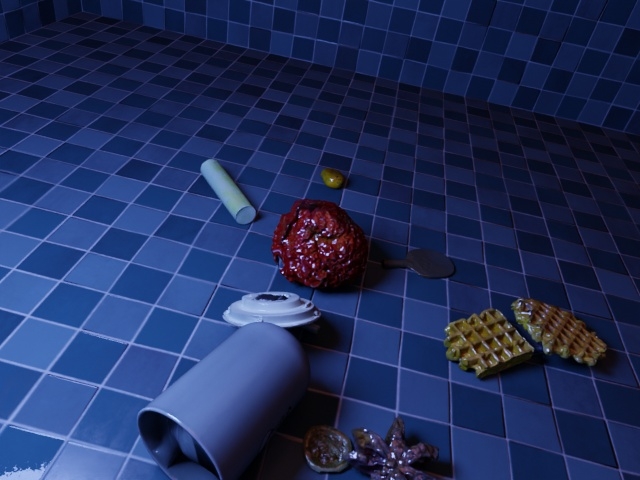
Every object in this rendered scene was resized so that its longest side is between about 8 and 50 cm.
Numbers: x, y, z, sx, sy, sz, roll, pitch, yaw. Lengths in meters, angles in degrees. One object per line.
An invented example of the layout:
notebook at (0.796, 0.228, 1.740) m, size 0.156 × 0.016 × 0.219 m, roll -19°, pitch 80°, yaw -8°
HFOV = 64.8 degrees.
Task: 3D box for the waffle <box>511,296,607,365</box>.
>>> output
waffle at (0.640, 0.244, 1.354) m, size 0.237 × 0.059 × 0.243 m, roll 13°, pitch 29°, yaw -19°

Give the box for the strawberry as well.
strawberry at (0.000, 0.000, 1.374) m, size 0.273 × 0.220 × 0.274 m, roll 2°, pitch 60°, yaw -4°

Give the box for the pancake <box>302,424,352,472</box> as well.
pancake at (0.015, 0.420, 1.020) m, size 0.107 × 0.017 × 0.108 m, roll 5°, pitch 42°, yaw -5°

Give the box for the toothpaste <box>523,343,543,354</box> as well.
toothpaste at (0.577, 0.287, 1.331) m, size 0.139 × 0.021 × 0.037 m, roll -4°, pitch 42°, yaw -15°

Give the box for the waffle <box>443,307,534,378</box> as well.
waffle at (0.408, 0.262, 1.287) m, size 0.210 × 0.055 × 0.160 m, roll -12°, pitch 43°, yaw -21°

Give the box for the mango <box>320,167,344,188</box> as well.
mango at (0.041, -0.228, 1.828) m, size 0.078 × 0.057 × 0.114 m, roll -15°, pitch 36°, yaw -24°

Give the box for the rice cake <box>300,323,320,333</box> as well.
rice cake at (-0.059, 0.204, 1.274) m, size 0.121 × 0.022 × 0.022 m, roll 23°, pitch 26°, yaw 13°

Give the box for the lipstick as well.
lipstick at (-0.307, -0.166, 1.641) m, size 0.076 × 0.076 × 0.304 m, roll -14°, pitch 44°, yaw -29°

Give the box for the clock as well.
clock at (-0.114, 0.157, 1.205) m, size 0.236 × 0.053 × 0.236 m, roll 1°, pitch 8°, yaw 0°

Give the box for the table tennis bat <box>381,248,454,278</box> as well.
table tennis bat at (0.298, 0.070, 1.542) m, size 0.234 × 0.022 × 0.131 m, roll 1°, pitch 40°, yaw -17°

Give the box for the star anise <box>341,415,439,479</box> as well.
star anise at (0.153, 0.442, 0.981) m, size 0.196 × 0.073 × 0.212 m, roll -10°, pitch 45°, yaw -22°

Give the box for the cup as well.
cup at (-0.164, 0.304, 0.968) m, size 0.205 × 0.206 × 0.312 m, roll 28°, pitch 40°, yaw 20°
